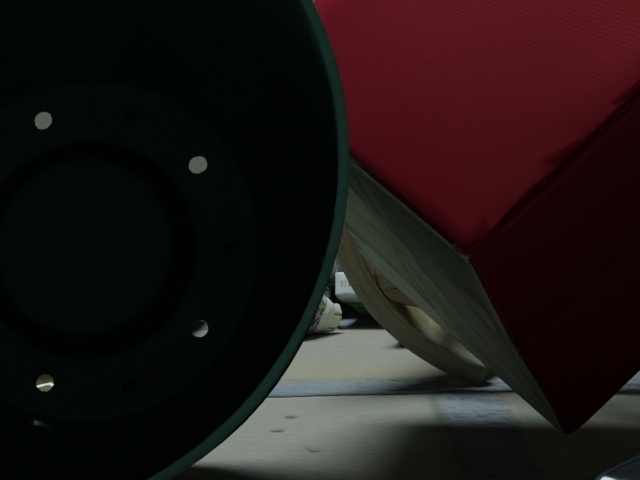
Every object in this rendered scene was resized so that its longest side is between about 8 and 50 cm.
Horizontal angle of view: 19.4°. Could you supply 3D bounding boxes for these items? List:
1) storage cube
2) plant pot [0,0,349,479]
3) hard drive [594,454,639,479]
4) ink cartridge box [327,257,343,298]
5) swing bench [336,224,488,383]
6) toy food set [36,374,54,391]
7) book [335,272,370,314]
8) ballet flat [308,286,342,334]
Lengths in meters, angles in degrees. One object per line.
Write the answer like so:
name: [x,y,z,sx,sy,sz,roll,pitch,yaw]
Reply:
storage cube: [0.111,-0.057,0.960,0.215,0.193,0.184,41,-10,38]
plant pot: [-0.127,-0.012,0.851,0.293,0.293,0.235,-1,-10,3]
hard drive: [0.218,0.096,0.671,0.254,0.054,0.172,-6,6,-44]
ink cartridge box: [0.000,0.000,1.578,0.217,0.092,0.158,-4,-8,-14]
swing bench: [0.164,-0.035,1.209,0.254,0.165,0.253,-3,28,23]
toy food set: [-0.187,0.021,1.183,0.132,0.038,0.192,-5,44,-17]
book: [0.092,0.037,1.471,0.144,0.035,0.096,-2,-10,14]
ballet flat: [-0.002,0.052,1.434,0.041,0.041,0.114,-2,6,0]
